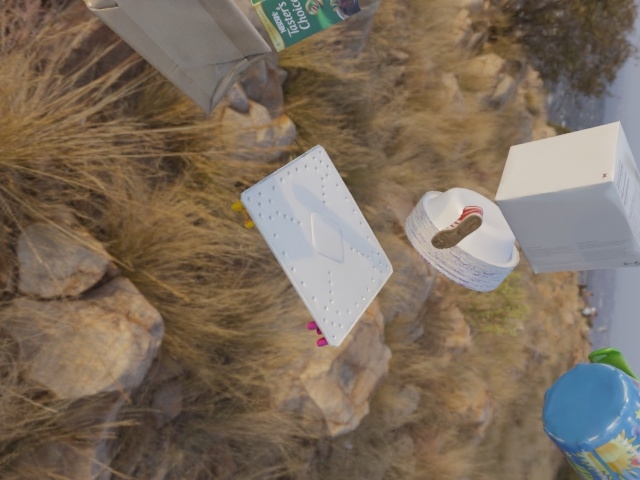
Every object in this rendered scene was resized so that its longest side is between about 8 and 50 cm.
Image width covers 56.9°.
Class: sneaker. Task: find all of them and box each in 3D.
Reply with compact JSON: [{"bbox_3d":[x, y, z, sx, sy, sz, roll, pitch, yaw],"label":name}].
[{"bbox_3d":[0.279,-0.028,1.193,0.042,0.118,0.067,51,33,-9],"label":"sneaker"}]

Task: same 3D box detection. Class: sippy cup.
[{"bbox_3d":[0.518,0.339,1.034,0.224,0.305,0.240,40,96,-18],"label":"sippy cup"}]

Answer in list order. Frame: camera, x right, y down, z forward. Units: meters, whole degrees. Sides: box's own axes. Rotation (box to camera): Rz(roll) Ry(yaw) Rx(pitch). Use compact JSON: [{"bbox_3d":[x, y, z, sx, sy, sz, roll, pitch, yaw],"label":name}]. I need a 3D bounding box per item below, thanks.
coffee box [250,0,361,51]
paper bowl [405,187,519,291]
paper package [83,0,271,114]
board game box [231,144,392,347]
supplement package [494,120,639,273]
[{"bbox_3d":[-0.026,-0.444,1.114,0.113,0.184,0.040,59,12,-48],"label":"coffee box"},{"bbox_3d":[0.364,-0.021,1.467,0.148,0.284,0.284,-58,167,31],"label":"paper bowl"},{"bbox_3d":[-0.286,-0.422,1.005,0.168,0.325,0.309,-45,146,4],"label":"paper package"},{"bbox_3d":[0.000,0.000,1.407,0.390,0.050,0.390,59,34,-9],"label":"board game box"},{"bbox_3d":[0.446,-0.066,1.035,0.203,0.194,0.149,51,49,-31],"label":"supplement package"}]
